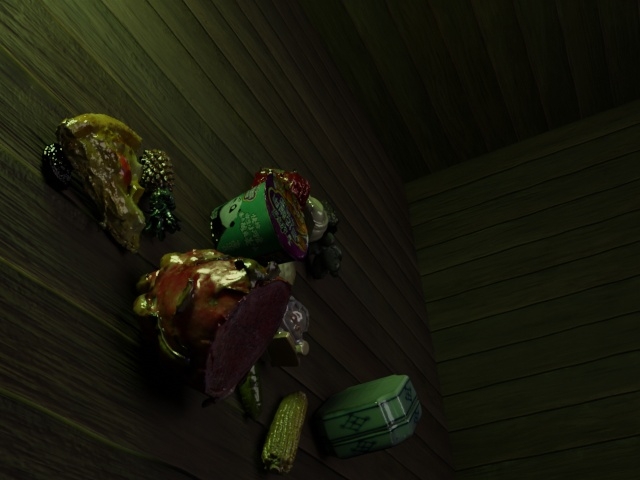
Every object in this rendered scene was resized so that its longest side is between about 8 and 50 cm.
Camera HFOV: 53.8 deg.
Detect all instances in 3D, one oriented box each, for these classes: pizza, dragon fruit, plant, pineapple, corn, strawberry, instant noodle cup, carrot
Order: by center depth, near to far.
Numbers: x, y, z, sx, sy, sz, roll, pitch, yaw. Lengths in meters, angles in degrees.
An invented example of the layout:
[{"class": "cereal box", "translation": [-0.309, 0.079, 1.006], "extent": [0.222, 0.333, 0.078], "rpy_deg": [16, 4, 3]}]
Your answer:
[{"class": "dragon fruit", "translation": [-0.249, 0.140, 1.263], "extent": [0.263, 0.314, 0.296], "rpy_deg": [31, -10, 19]}, {"class": "pizza", "translation": [-0.404, -0.116, 1.281], "extent": [0.280, 0.075, 0.287], "rpy_deg": [-56, 131, -76]}, {"class": "pineapple", "translation": [-0.363, -0.109, 1.401], "extent": [0.083, 0.103, 0.221], "rpy_deg": [11, 56, -44]}, {"class": "carrot", "translation": [-0.193, 0.262, 1.546], "extent": [0.074, 0.074, 0.358], "rpy_deg": [21, 56, -66]}, {"class": "corn", "translation": [-0.088, 0.481, 1.597], "extent": [0.288, 0.087, 0.086], "rpy_deg": [-67, 135, -66]}, {"class": "instant noodle cup", "translation": [-0.168, -0.031, 1.700], "extent": [0.251, 0.190, 0.251], "rpy_deg": [55, 24, -39]}, {"class": "strawberry", "translation": [-0.131, -0.132, 1.950], "extent": [0.184, 0.187, 0.201], "rpy_deg": [-11, 116, -82]}, {"class": "plant", "translation": [0.000, -0.002, 2.199], "extent": [0.146, 0.149, 0.274], "rpy_deg": [132, -50, -69]}]

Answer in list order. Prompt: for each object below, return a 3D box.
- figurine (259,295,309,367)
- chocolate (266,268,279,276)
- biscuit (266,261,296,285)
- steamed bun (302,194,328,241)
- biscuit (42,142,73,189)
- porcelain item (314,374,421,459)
[{"class": "figurine", "translation": [-0.089, 0.238, 1.731], "extent": [0.236, 0.141, 0.162], "rpy_deg": [-69, 141, -62]}, {"class": "chocolate", "translation": [-0.162, 0.118, 1.668], "extent": [0.149, 0.125, 0.080], "rpy_deg": [4, 64, -60]}, {"class": "biscuit", "translation": [-0.139, 0.060, 1.926], "extent": [0.265, 0.040, 0.188], "rpy_deg": [27, 49, -63]}, {"class": "steamed bun", "translation": [-0.054, -0.073, 2.080], "extent": [0.106, 0.183, 0.182], "rpy_deg": [-12, 83, -51]}, {"class": "biscuit", "translation": [-0.485, -0.139, 1.179], "extent": [0.089, 0.027, 0.087], "rpy_deg": [67, 18, -12]}, {"class": "porcelain item", "translation": [0.148, 0.528, 1.893], "extent": [0.157, 0.282, 0.286], "rpy_deg": [69, 17, 2]}]
